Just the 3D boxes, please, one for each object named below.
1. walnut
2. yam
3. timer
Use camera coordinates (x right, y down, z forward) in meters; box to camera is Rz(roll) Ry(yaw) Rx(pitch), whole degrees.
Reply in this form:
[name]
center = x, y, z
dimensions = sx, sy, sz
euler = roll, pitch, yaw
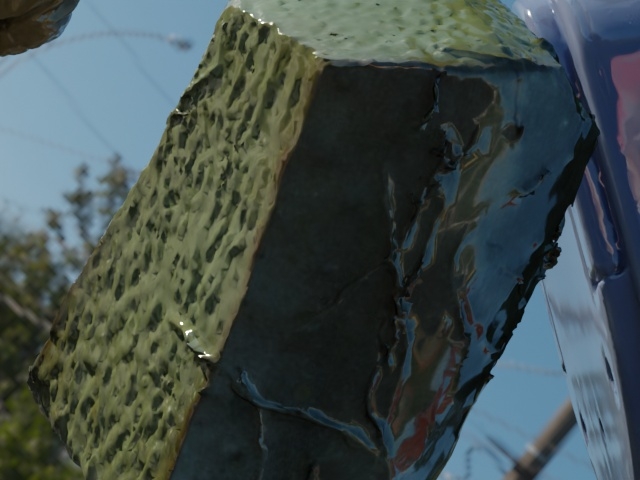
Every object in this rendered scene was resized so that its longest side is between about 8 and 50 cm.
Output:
[walnut]
center = -0.269, -0.253, 1.386
dimensions = 0.155, 0.155, 0.184
euler = 84, -3, -64
[yam]
center = 0.005, 0.001, 0.758
dimensions = 0.202, 0.201, 0.271
euler = 48, -52, 47
[timer]
center = 0.239, 0.026, 1.029
dimensions = 0.395, 0.173, 0.395
euler = -13, 90, -89
